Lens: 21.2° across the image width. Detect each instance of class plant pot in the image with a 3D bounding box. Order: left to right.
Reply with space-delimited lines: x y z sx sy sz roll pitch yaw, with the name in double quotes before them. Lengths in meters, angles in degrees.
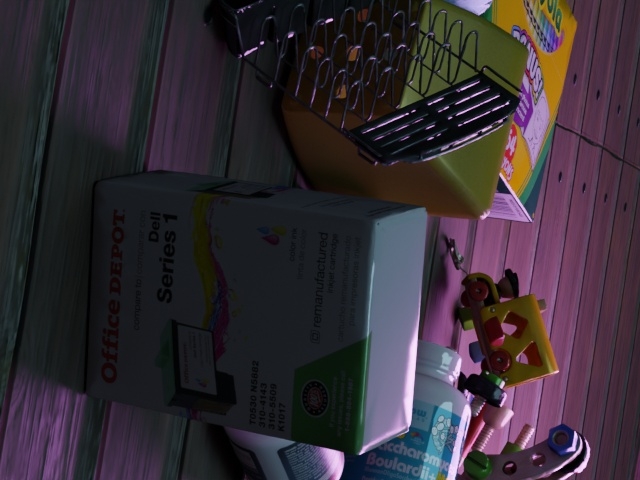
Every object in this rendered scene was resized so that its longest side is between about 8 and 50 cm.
"plant pot" 0.076 -0.162 1.852 0.187 0.212 0.212 40 61 -54

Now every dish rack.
"dish rack" 0.054 -0.179 1.654 0.208 0.271 0.074 -27 140 -31

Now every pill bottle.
"pill bottle" -0.045 0.190 1.790 0.180 0.108 0.108 71 35 -48
"pill bottle" 0.100 0.258 2.103 0.146 0.146 0.264 49 52 -61

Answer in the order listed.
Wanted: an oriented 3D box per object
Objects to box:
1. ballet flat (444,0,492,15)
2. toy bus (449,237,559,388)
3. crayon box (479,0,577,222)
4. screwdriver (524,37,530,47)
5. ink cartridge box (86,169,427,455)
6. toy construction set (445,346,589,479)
"ballet flat" 0.103 -0.393 1.959 0.409 0.147 0.147 57 46 -61
"toy bus" 0.261 0.109 2.369 0.191 0.104 0.202 -112 -171 -52
"crayon box" 0.230 -0.236 2.289 0.363 0.106 0.313 45 57 -61
"screwdriver" 0.242 -0.208 2.184 0.170 0.025 0.024 -70 153 -45
"ink cartridge box" -0.060 0.056 1.497 0.117 0.278 0.201 -15 111 -62
"toy construction set" 0.203 0.321 2.351 0.237 0.257 0.309 -58 176 -9
